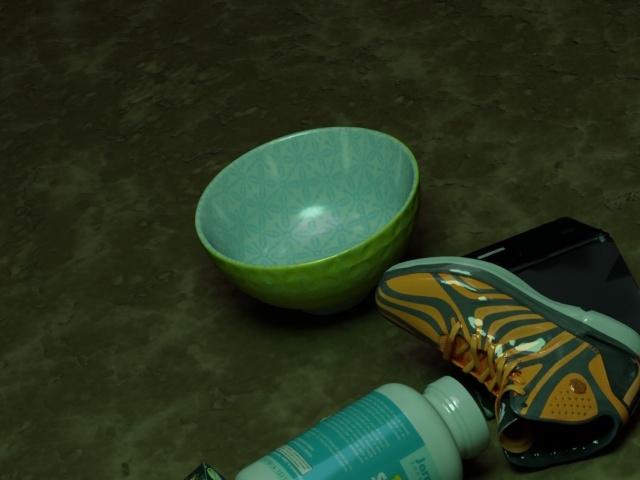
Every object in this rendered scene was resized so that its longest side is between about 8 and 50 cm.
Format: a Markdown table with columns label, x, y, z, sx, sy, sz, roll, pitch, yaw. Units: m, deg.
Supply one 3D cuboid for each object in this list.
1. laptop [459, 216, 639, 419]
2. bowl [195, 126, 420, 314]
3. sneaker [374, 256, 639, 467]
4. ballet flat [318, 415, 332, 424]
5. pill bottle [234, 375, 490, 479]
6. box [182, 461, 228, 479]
| label | x | y | z | sx | sy | sz | roll | pitch | yaw |
| --- | --- | --- | --- | --- | --- | --- | --- | --- | --- |
| laptop | 0.254 | 0.085 | 2.095 | 0.234 | 0.137 | 0.264 | -21 | 11 | -6 |
| bowl | 0.000 | 0.000 | 2.186 | 0.289 | 0.156 | 0.289 | -11 | 36 | 8 |
| sneaker | 0.194 | 0.136 | 1.907 | 0.321 | 0.125 | 0.180 | 17 | 49 | 13 |
| ballet flat | -0.010 | 0.258 | 1.935 | 0.052 | 0.057 | 0.168 | 19 | 48 | 26 |
| pill bottle | 0.050 | 0.248 | 1.844 | 0.264 | 0.146 | 0.146 | -30 | 38 | -17 |
| box | -0.179 | 0.356 | 1.777 | 0.233 | 0.044 | 0.159 | -43 | 28 | 12 |
